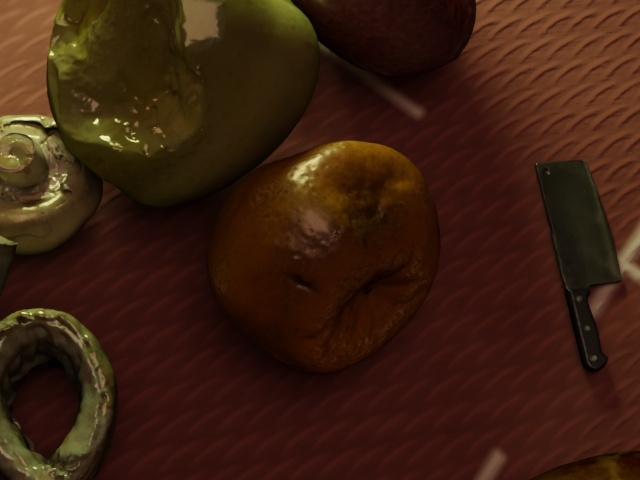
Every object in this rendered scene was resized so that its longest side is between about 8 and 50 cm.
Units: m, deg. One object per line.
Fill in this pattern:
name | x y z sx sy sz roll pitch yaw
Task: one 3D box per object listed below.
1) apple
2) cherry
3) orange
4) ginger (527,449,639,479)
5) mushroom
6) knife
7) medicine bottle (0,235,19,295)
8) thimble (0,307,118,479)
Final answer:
apple | -0.139 -0.178 1.437 0.279 0.279 0.279 3 71 -8
cherry | 0.049 -0.304 1.543 0.285 0.213 0.236 59 37 -16
orange | 0.000 0.000 1.436 0.249 0.249 0.183 -40 57 -19
ginger | 0.355 0.283 1.386 0.418 0.254 0.176 -4 77 -4
mushroom | -0.296 -0.062 1.464 0.154 0.122 0.154 2 62 -4
knife | 0.291 0.024 1.578 0.072 0.019 0.245 -5 70 -11
medicine bottle | -0.441 0.154 1.264 0.235 0.236 0.406 19 90 -2
thimble | -0.259 0.167 1.376 0.137 0.143 0.190 -7 72 -11
